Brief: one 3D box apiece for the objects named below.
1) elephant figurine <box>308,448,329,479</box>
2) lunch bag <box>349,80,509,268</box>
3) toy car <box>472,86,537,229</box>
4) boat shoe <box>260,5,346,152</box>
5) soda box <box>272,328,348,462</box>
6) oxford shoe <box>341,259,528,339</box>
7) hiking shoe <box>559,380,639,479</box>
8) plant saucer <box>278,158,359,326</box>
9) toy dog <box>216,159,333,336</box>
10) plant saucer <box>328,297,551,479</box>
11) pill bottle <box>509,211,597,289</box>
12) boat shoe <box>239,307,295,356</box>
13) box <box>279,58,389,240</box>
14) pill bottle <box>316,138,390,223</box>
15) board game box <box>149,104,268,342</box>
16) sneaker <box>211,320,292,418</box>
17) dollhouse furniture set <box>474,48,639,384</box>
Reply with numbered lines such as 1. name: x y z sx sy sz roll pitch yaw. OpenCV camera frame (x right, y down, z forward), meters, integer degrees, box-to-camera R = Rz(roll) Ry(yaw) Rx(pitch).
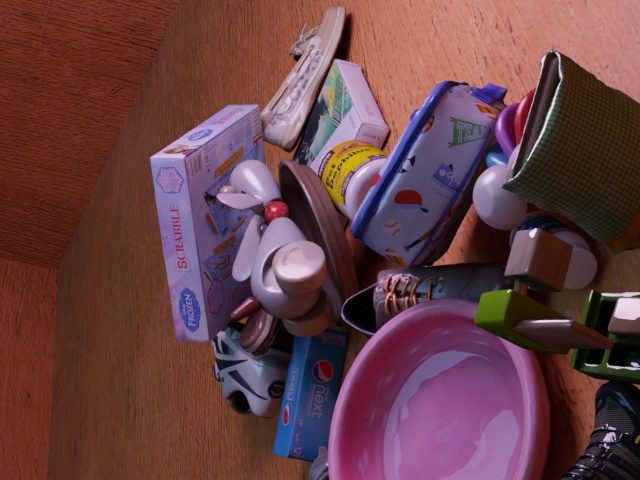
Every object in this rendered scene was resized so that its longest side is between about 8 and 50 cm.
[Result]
1. elephant figurine: 0.052 0.326 1.854 0.169 0.186 0.239 -8 79 47
2. lunch bag: 0.150 -0.093 1.788 0.243 0.115 0.303 -62 -7 12
3. toy car: 0.252 -0.100 1.603 0.182 0.159 0.136 -41 68 57
4. boat shoe: -0.033 -0.300 2.533 0.104 0.089 0.285 109 -176 -76
5. soda box: -0.016 0.242 2.245 0.071 0.067 0.210 170 112 -68
6. oxford shoe: 0.143 0.091 1.837 0.363 0.132 0.130 152 129 -63
7. hiking shoe: 0.280 0.240 1.414 0.086 0.114 0.227 138 141 -55
8. plant saucer: 0.000 0.000 2.227 0.278 0.041 0.278 161 90 -81
9. toy dog: -0.098 0.023 2.220 0.334 0.161 0.220 -128 21 -60
10. plant saucer: 0.149 0.237 1.692 0.332 0.084 0.332 -23 58 41
11. pill bottle: 0.271 0.014 1.647 0.120 0.067 0.067 -132 58 -65
12. boat shoe: -0.065 0.134 2.347 0.095 0.095 0.257 -54 7 18
13. box: 0.009 -0.118 2.423 0.232 0.058 0.322 -109 39 -55
14. pill bottle: 0.065 -0.087 2.174 0.215 0.117 0.117 -140 65 -67
15. board game box: -0.171 -0.035 2.391 0.318 0.066 0.318 -44 -48 -62
16. sneaker: -0.141 0.223 2.504 0.330 0.122 0.146 -153 80 -69
17. dollhouse furniture set: 0.299 -0.026 1.402 0.151 0.197 0.302 -3 66 54
